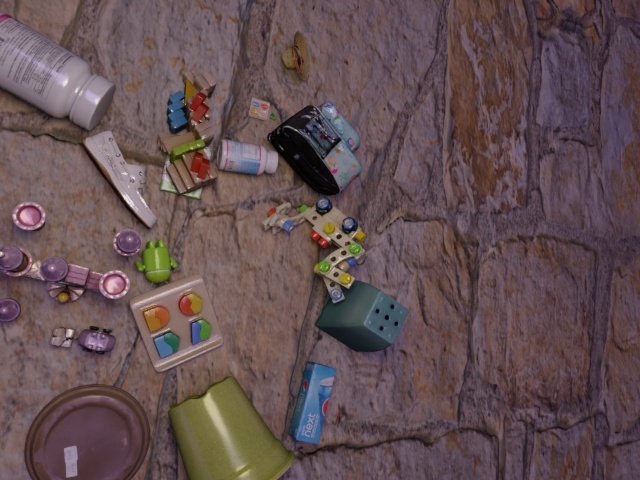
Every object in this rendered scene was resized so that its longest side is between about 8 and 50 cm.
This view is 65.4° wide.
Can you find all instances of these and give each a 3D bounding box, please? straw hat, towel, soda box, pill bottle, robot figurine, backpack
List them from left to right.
[{"bbox_3d":[-0.658,-0.395,1.195,0.283,0.160,0.160,30,73,-17],"label":"pill bottle"},{"bbox_3d":[-0.423,0.057,1.291,0.101,0.067,0.115,-6,86,-35],"label":"robot figurine"},{"bbox_3d":[-0.371,-0.197,1.371,0.113,0.023,0.151,14,81,-19],"label":"towel"},{"bbox_3d":[-0.206,-0.231,1.405,0.160,0.087,0.087,6,82,-23],"label":"pill bottle"},{"bbox_3d":[-0.084,-0.552,1.505,0.061,0.144,0.144,-4,84,19],"label":"straw hat"},{"bbox_3d":[-0.023,0.456,1.413,0.071,0.067,0.209,19,77,-20],"label":"soda box"},{"bbox_3d":[0.001,-0.254,1.423,0.191,0.225,0.253,-41,104,-16],"label":"backpack"}]

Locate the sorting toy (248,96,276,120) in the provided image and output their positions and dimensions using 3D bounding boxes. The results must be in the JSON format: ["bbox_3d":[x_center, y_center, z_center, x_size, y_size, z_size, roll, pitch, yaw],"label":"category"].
[{"bbox_3d":[-0.168,-0.387,1.480,0.083,0.012,0.061,12,79,-21],"label":"sorting toy"}]

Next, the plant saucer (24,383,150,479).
[{"bbox_3d":[-0.556,0.490,1.202,0.278,0.041,0.277,2,84,-23],"label":"plant saucer"}]

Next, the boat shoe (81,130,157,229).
[{"bbox_3d":[-0.488,-0.160,1.273,0.096,0.098,0.277,-36,97,-21],"label":"boat shoe"}]

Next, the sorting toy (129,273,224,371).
[{"bbox_3d":[-0.369,0.214,1.299,0.193,0.038,0.208,-21,101,-23],"label":"sorting toy"}]

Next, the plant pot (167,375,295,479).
[{"bbox_3d":[-0.241,0.487,1.233,0.276,0.276,0.253,-24,82,-23],"label":"plant pot"}]

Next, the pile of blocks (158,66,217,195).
[{"bbox_3d":[-0.348,-0.307,1.320,0.149,0.113,0.361,0,77,-23],"label":"pile of blocks"}]

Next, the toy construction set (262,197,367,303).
[{"bbox_3d":[0.000,0.000,1.426,0.328,0.151,0.215,42,84,8],"label":"toy construction set"}]

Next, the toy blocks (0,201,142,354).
[{"bbox_3d":[-0.574,0.090,1.120,0.289,0.260,0.308,17,77,-21],"label":"toy blocks"}]

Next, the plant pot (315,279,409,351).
[{"bbox_3d":[0.131,0.216,1.415,0.166,0.234,0.165,35,72,-16],"label":"plant pot"}]
